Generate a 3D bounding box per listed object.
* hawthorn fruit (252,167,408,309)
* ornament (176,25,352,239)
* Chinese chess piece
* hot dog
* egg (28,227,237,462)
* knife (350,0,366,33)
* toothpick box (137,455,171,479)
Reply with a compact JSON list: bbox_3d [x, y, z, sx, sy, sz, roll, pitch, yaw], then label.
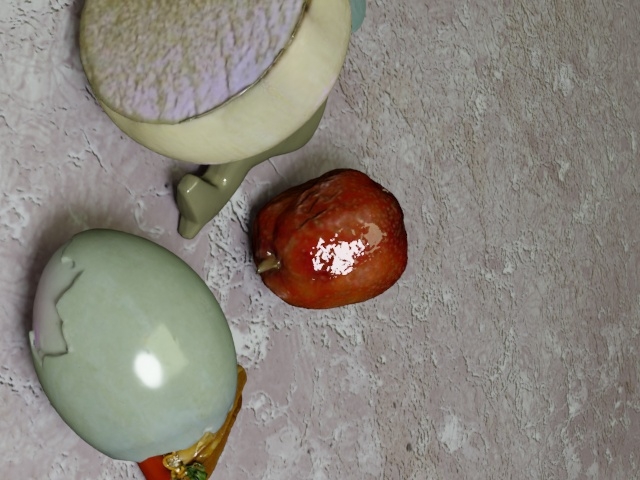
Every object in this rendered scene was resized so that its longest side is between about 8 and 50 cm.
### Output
[{"bbox_3d":[0.010,-0.004,1.192,0.179,0.173,0.173,1,88,-8],"label":"hawthorn fruit"},{"bbox_3d":[-0.072,-0.126,1.141,0.230,0.061,0.245,-28,143,-57],"label":"ornament"},{"bbox_3d":[-0.103,-0.207,0.998,0.112,0.270,0.270,38,61,-60],"label":"Chinese chess piece"},{"bbox_3d":[-0.121,0.191,1.083,0.188,0.055,0.072,-65,172,-62],"label":"hot dog"},{"bbox_3d":[-0.179,0.090,0.972,0.183,0.183,0.217,-27,103,-43],"label":"egg"},{"bbox_3d":[-0.062,-0.231,1.209,0.398,0.038,0.132,-47,118,-36],"label":"knife"},{"bbox_3d":[-0.173,0.222,1.071,0.047,0.047,0.083,-42,118,-39],"label":"toothpick box"}]
